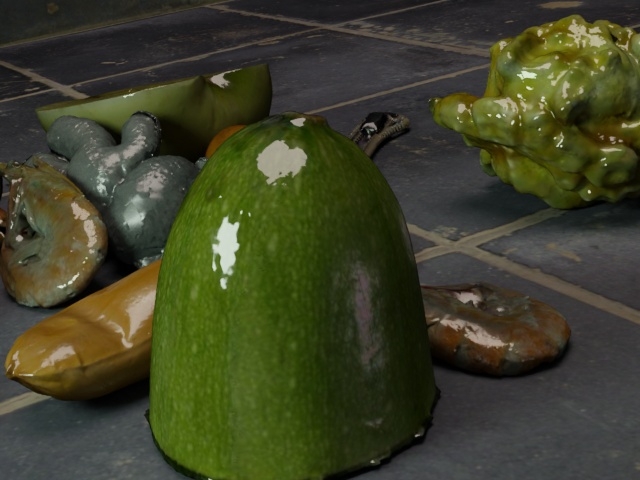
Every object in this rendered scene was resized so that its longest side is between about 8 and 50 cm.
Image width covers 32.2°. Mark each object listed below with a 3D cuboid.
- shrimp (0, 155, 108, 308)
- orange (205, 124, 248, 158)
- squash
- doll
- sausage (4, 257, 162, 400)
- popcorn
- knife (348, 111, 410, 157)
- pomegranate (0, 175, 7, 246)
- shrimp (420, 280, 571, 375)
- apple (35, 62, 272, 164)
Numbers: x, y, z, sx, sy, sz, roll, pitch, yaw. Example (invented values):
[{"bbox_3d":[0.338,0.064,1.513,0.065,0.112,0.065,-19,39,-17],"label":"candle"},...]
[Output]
[{"bbox_3d":[-0.404,-0.019,1.555,0.168,0.077,0.317,-45,49,-5],"label":"shrimp"},{"bbox_3d":[-0.104,-0.112,1.739,0.159,0.136,0.159,8,9,-1],"label":"orange"},{"bbox_3d":[-0.044,0.037,1.096,0.310,0.309,0.310,-6,22,2],"label":"squash"},{"bbox_3d":[-0.294,-0.073,1.650,0.340,0.158,0.246,20,72,36],"label":"doll"},{"bbox_3d":[-0.202,0.094,1.270,0.354,0.116,0.134,-26,42,-35],"label":"sausage"},{"bbox_3d":[0.357,-0.191,1.598,0.335,0.274,0.279,38,87,30],"label":"popcorn"},{"bbox_3d":[0.079,-0.172,1.968,0.089,0.043,0.365,0,23,20],"label":"knife"},{"bbox_3d":[-0.571,-0.066,1.711,0.246,0.198,0.198,31,39,30],"label":"pomegranate"},{"bbox_3d":[0.143,0.078,1.281,0.317,0.062,0.164,17,27,38],"label":"shrimp"},{"bbox_3d":[-0.283,-0.227,1.903,0.360,0.320,0.312,-5,57,38],"label":"apple"}]
